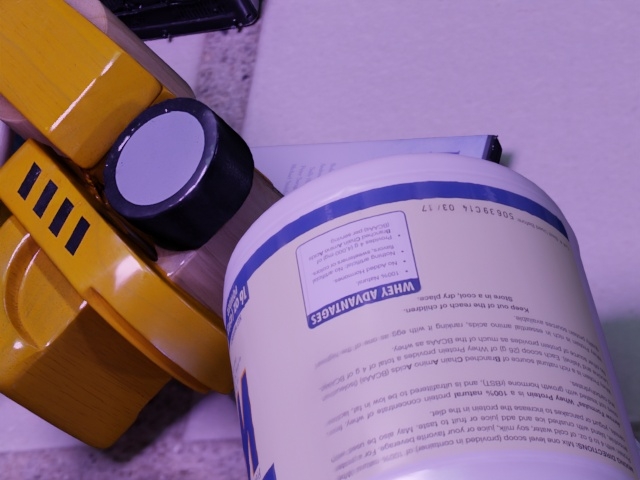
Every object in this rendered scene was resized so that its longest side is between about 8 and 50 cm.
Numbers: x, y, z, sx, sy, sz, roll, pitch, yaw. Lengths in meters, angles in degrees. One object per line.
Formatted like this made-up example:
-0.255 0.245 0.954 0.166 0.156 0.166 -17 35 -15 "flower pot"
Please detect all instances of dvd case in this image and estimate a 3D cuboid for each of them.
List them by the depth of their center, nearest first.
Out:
0.000 0.000 1.472 0.253 0.022 0.180 -2 52 25 "dvd case"

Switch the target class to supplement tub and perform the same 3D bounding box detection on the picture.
0.072 0.134 1.188 0.235 0.235 0.325 -18 50 9 "supplement tub"

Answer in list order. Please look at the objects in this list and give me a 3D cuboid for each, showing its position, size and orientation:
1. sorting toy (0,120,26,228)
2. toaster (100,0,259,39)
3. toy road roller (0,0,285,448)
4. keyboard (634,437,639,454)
-0.271 -0.037 1.557 0.196 0.047 0.347 -45 30 44 "sorting toy"
-0.155 -0.260 1.650 0.168 0.185 0.110 -7 55 19 "toaster"
-0.159 -0.008 1.412 0.240 0.202 0.329 -46 48 1 "toy road roller"
0.158 0.125 1.317 0.072 0.014 0.256 -36 47 0 "keyboard"
